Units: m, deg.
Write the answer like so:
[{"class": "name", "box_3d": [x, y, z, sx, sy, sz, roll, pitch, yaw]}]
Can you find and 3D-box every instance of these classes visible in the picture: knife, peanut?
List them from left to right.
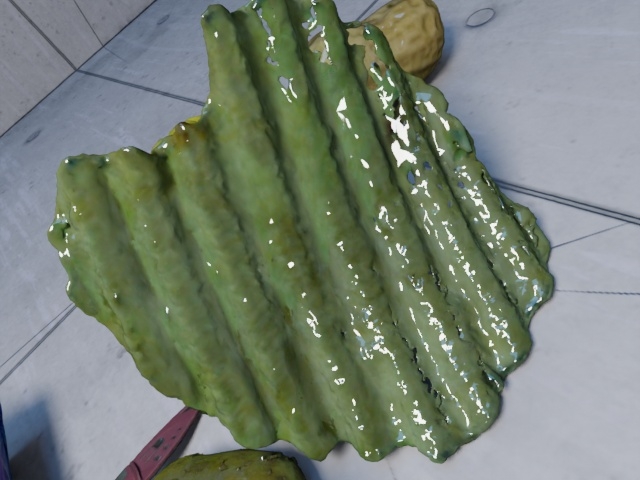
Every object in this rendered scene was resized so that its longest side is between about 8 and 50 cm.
[{"class": "knife", "box_3d": [-0.194, 0.244, 0.514, 0.035, 0.018, 0.247, 9, 40, 34]}, {"class": "peanut", "box_3d": [0.057, -0.247, 0.741, 0.291, 0.159, 0.143, -40, 66, -3]}]

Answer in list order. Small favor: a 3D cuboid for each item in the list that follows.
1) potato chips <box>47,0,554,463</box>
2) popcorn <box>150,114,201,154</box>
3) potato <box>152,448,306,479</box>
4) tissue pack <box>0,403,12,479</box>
[{"class": "potato chips", "box_3d": [0.007, 0.005, 0.437, 0.373, 0.389, 0.097, -47, 6, -7]}, {"class": "popcorn", "box_3d": [-0.106, 0.001, 0.568, 0.258, 0.224, 0.270, -25, 86, 17]}, {"class": "potato", "box_3d": [-0.095, 0.238, 0.452, 0.188, 0.085, 0.105, -18, 46, 15]}, {"class": "tissue pack", "box_3d": [-0.428, 0.313, 0.529, 0.198, 0.146, 0.263, -9, 30, -33]}]
